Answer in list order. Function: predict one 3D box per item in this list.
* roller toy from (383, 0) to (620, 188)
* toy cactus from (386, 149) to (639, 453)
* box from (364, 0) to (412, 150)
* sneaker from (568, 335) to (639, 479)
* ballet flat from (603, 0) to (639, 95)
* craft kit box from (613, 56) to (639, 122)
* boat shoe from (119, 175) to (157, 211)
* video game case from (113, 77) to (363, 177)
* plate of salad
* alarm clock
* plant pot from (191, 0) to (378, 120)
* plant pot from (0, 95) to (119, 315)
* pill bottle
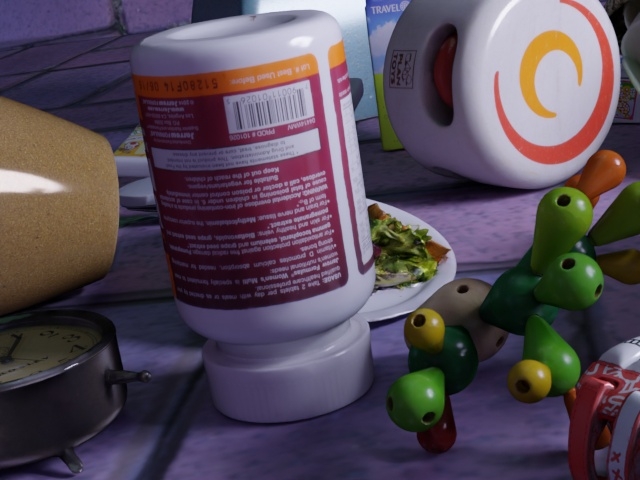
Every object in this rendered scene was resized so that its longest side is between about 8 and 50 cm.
[{"bbox_3d":[0.158,-0.148,1.128,0.191,0.209,0.146,-48,30,-19],"label":"roller toy"},{"bbox_3d":[0.110,0.042,0.690,0.219,0.112,0.180,-48,8,-25],"label":"toy cactus"},{"bbox_3d":[0.109,-0.189,1.326,0.109,0.178,0.042,-5,16,11],"label":"box"},{"bbox_3d":[0.153,0.103,0.472,0.145,0.090,0.270,1,15,33],"label":"sneaker"},{"bbox_3d":[0.385,-0.153,1.097,0.182,0.164,0.483,-40,25,3],"label":"ballet flat"},{"bbox_3d":[0.443,-0.178,1.345,0.246,0.061,0.250,2,19,40],"label":"craft kit box"},{"bbox_3d":[-0.125,-0.038,1.182,0.142,0.040,0.049,-4,26,16],"label":"boat shoe"},{"bbox_3d":[-0.086,-0.124,1.351,0.227,0.026,0.206,3,32,16],"label":"video game case"},{"bbox_3d":[0.000,0.000,0.903,0.200,0.048,0.200,4,29,-2],"label":"plate of salad"},{"bbox_3d":[-0.191,0.085,0.749,0.129,0.064,0.192,-19,21,-32],"label":"alarm clock"},{"bbox_3d":[-0.033,-0.286,1.601,0.247,0.252,0.248,-15,17,-20],"label":"plant pot"},{"bbox_3d":[-0.292,-0.025,0.955,0.254,0.237,0.237,1,11,-24],"label":"plant pot"},{"bbox_3d":[-0.033,-0.015,0.725,0.121,0.221,0.121,-8,16,2],"label":"pill bottle"}]
